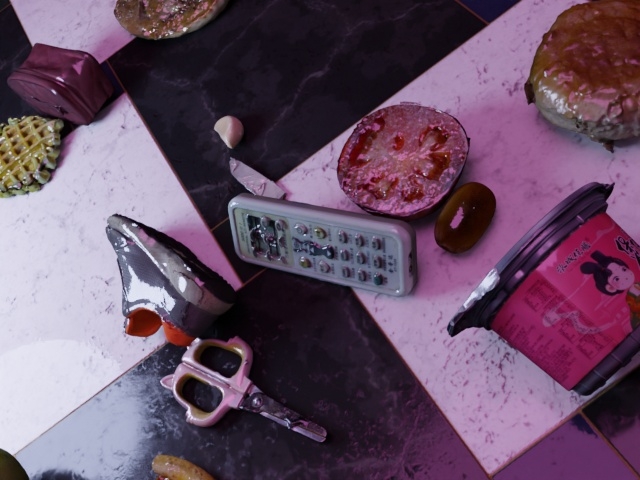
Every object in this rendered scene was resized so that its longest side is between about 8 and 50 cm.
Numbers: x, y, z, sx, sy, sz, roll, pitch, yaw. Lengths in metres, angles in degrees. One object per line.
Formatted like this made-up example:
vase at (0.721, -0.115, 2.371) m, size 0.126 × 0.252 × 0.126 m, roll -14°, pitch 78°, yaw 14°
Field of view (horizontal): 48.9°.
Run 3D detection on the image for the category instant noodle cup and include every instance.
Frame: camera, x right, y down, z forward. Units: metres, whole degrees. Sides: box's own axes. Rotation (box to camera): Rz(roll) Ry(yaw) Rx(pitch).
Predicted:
instant noodle cup at (0.332, 0.078, 0.898) m, size 0.302 × 0.258 × 0.181 m, roll -43°, pitch 69°, yaw -3°

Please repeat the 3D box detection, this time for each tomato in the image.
tomato at (0.143, -0.120, 1.176) m, size 0.225 × 0.085 × 0.224 m, roll -9°, pitch 59°, yaw 15°

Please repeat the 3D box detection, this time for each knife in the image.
knife at (-0.083, -0.078, 1.291) m, size 0.047 × 0.017 × 0.298 m, roll -46°, pitch 55°, yaw -8°

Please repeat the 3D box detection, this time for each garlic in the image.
garlic at (-0.181, -0.221, 1.407) m, size 0.053 × 0.041 × 0.083 m, roll -51°, pitch 46°, yaw 6°

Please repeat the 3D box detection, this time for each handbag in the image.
handbag at (-0.588, -0.351, 1.595) m, size 0.225 × 0.146 × 0.135 m, roll 19°, pitch 67°, yaw 29°

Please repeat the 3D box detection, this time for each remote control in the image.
remote control at (0.000, 0.000, 1.151) m, size 0.336 × 0.127 × 0.065 m, roll 12°, pitch 36°, yaw 28°

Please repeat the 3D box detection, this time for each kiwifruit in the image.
kiwifruit at (0.227, -0.037, 1.100) m, size 0.075 × 0.075 × 0.124 m, roll 26°, pitch 71°, yaw 33°

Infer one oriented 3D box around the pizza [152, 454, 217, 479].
pizza at (-0.179, 0.420, 1.019) m, size 0.134 × 0.056 × 0.271 m, roll -29°, pitch 53°, yaw -5°

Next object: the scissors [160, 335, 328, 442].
scissors at (-0.119, 0.244, 1.114) m, size 0.318 × 0.024 × 0.160 m, roll 18°, pitch 69°, yaw 31°

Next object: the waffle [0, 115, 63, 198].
waffle at (-0.684, -0.191, 1.599) m, size 0.214 × 0.054 × 0.207 m, roll 3°, pitch 67°, yaw 23°

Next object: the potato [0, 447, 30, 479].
potato at (-0.558, 0.465, 1.071) m, size 0.216 × 0.216 × 0.304 m, roll 7°, pitch 62°, yaw 27°

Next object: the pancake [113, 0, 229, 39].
pancake at (-0.341, -0.613, 1.692) m, size 0.356 × 0.065 × 0.355 m, roll -11°, pitch 56°, yaw 17°

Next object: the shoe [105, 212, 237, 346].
shoe at (-0.296, 0.083, 1.237) m, size 0.336 × 0.132 × 0.171 m, roll 33°, pitch 92°, yaw 39°

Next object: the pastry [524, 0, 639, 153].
pastry at (0.455, -0.265, 1.106) m, size 0.236 × 0.120 × 0.257 m, roll 21°, pitch 70°, yaw 28°
